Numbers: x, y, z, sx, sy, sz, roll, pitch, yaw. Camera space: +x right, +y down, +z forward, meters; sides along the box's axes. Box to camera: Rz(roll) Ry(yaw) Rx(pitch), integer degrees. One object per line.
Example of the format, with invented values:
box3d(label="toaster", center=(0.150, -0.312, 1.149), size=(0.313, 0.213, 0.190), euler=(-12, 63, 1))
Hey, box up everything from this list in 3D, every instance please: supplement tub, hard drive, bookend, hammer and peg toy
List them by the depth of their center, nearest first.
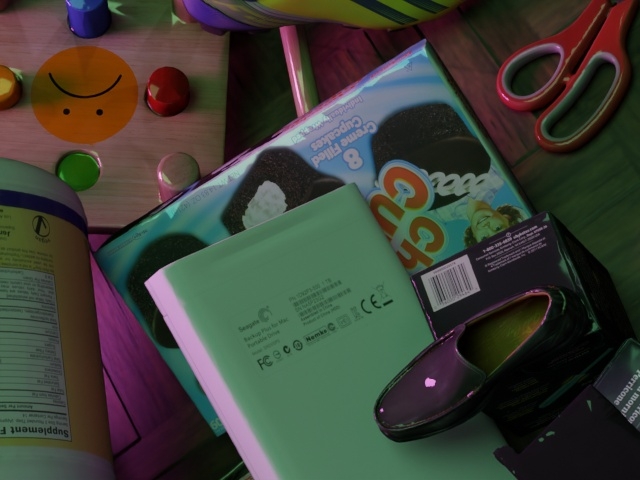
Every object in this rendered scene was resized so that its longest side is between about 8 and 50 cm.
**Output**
box3d(label="bookend", center=(0.224, 0.143, 1.170), size=(0.156, 0.072, 0.157), euler=(-46, 58, 2))
box3d(label="hard drive", center=(0.026, 0.124, 1.358), size=(0.040, 0.203, 0.307), euler=(-37, 81, 51))
box3d(label="supplement tub", center=(-0.285, 0.124, 1.417), size=(0.241, 0.241, 0.331), euler=(-16, 70, 20))
box3d(label="hammer and peg toy", center=(-0.153, -0.130, 1.616), size=(0.361, 0.127, 0.266), euler=(1, 70, -1))

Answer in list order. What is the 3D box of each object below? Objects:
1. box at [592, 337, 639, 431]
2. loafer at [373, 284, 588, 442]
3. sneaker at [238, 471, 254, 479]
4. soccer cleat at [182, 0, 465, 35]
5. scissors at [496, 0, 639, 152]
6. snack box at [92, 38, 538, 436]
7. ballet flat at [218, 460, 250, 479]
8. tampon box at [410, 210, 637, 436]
box3d(label="box", center=(0.254, 0.304, 1.240), size=(0.312, 0.179, 0.343), euler=(36, 89, 32))
box3d(label="loafer", center=(0.103, 0.081, 1.276), size=(0.170, 0.061, 0.062), euler=(-37, 64, 10))
box3d(label="sneaker", center=(-0.073, 0.221, 1.345), size=(0.131, 0.350, 0.148), euler=(-20, 56, 40))
box3d(label="soccer cleat", center=(0.025, -0.233, 1.533), size=(0.289, 0.121, 0.093), euler=(-9, 70, -14))
box3d(label="scissors", center=(0.262, -0.205, 1.526), size=(0.109, 0.021, 0.297), euler=(39, 89, 34))
box3d(label="snack box", center=(0.000, 0.000, 1.490), size=(0.322, 0.060, 0.187), euler=(-32, 99, 12))
box3d(label="ballet flat", center=(-0.044, 0.200, 1.486), size=(0.213, 0.068, 0.072), euler=(-42, 59, 5))
box3d(label="tampon box", center=(0.162, 0.066, 1.383), size=(0.120, 0.161, 0.101), euler=(-26, 65, 14))
